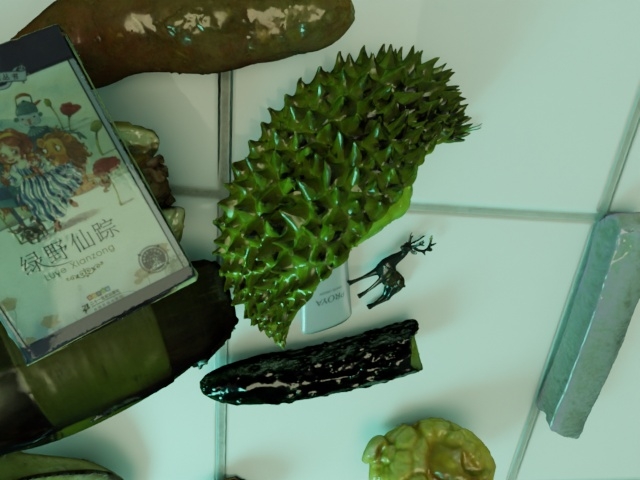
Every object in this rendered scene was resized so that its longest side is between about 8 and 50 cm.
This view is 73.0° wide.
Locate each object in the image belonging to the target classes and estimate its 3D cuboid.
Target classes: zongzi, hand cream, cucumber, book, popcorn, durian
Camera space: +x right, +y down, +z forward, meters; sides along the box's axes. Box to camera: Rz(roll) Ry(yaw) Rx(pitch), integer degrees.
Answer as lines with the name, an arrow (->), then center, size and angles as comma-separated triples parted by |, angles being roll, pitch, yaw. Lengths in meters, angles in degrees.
zongzi -> -0.271, 0.143, 0.544 | 0.290, 0.317, 0.154 | -14, 77, -31
hand cream -> 0.000, 0.000, 0.530 | 0.080, 0.048, 0.254 | -15, 113, -25
cucumber -> -0.010, 0.176, 0.587 | 0.304, 0.072, 0.081 | -14, 115, 0
book -> -0.223, -0.032, 0.346 | 0.158, 0.026, 0.231 | -27, 100, -8
popcorn -> 0.151, 0.352, 0.644 | 0.194, 0.164, 0.140 | -40, 135, -23
durian -> 0.022, -0.062, 0.451 | 0.157, 0.169, 0.355 | 41, 86, 22

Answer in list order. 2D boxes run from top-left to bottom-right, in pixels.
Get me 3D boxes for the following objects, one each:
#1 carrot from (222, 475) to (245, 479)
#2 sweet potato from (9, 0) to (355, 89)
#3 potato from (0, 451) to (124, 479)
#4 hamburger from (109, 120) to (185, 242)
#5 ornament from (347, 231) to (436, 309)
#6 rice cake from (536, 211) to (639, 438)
carrot -> -0.197, 0.494, 0.692 | 0.102, 0.101, 0.263 | 31, 111, -17
sweet potato -> -0.147, -0.205, 0.412 | 0.356, 0.095, 0.106 | -13, 68, -3
potato -> -0.424, 0.383, 0.576 | 0.299, 0.116, 0.238 | 6, 102, -42
hamburger -> -0.277, -0.039, 0.429 | 0.283, 0.245, 0.155 | -3, 88, 36
ornament -> 0.100, 0.038, 0.564 | 0.125, 0.028, 0.073 | -40, 132, 3
rice cake -> 0.391, 0.128, 0.619 | 0.073, 0.056, 0.364 | 3, 111, -7
